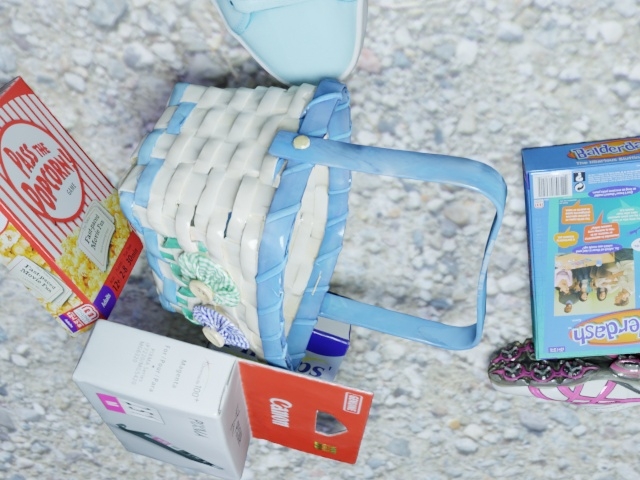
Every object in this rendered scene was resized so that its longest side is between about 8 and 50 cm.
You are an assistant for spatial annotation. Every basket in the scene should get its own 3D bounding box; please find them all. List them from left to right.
[{"bbox_3d":[0.000,0.000,0.756,0.288,0.201,0.255,8,147,11],"label":"basket"}]

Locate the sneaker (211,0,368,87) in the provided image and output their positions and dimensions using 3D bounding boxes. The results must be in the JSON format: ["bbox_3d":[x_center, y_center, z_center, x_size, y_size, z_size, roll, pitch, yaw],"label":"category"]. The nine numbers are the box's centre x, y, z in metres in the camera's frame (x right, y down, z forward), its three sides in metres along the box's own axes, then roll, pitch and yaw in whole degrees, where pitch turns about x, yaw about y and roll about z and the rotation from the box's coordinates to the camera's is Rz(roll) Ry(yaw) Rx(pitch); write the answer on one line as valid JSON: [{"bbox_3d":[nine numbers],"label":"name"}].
[{"bbox_3d":[-0.064,-0.254,0.648,0.135,0.150,0.366,-15,119,17],"label":"sneaker"}]

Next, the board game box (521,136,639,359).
[{"bbox_3d":[0.270,0.010,0.837,0.160,0.047,0.210,-5,121,9],"label":"board game box"}]

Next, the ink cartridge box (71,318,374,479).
[{"bbox_3d":[-0.082,0.173,0.853,0.238,0.060,0.275,15,155,6],"label":"ink cartridge box"}]

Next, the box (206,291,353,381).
[{"bbox_3d":[-0.048,0.110,0.925,0.126,0.072,0.137,19,122,-6],"label":"box"}]

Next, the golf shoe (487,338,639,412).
[{"bbox_3d":[0.261,0.143,0.912,0.186,0.067,0.086,-3,123,8],"label":"golf shoe"}]

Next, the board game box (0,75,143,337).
[{"bbox_3d":[-0.244,-0.032,0.814,0.045,0.147,0.193,-27,116,22],"label":"board game box"}]
